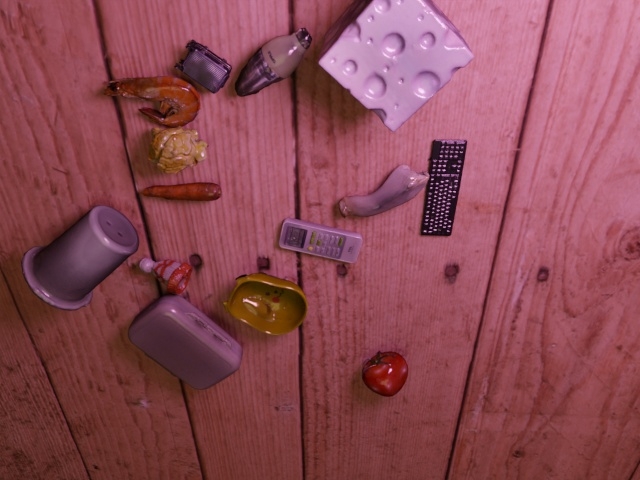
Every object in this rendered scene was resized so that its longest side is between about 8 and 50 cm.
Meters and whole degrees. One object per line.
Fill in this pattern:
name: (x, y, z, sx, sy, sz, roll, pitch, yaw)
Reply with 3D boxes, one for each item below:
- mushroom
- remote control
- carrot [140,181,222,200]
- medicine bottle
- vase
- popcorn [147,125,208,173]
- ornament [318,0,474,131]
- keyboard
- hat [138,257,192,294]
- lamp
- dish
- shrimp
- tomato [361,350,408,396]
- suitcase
mushroom: (0.179, -0.130, 1.497, 0.278, 0.099, 0.096, -27, 112, 24)
remote control: (0.000, 0.000, 1.630, 0.250, 0.034, 0.103, 14, 123, -4)
carrot: (-0.410, -0.144, 1.556, 0.248, 0.059, 0.059, 0, 123, 8)
medicine bottle: (-0.469, 0.360, 1.850, 0.282, 0.123, 0.375, -35, 115, 23)
vase: (-0.719, 0.036, 1.612, 0.291, 0.245, 0.245, -38, 113, 16)
popcorn: (-0.399, -0.244, 1.441, 0.162, 0.135, 0.141, 30, 114, -16)
ornament: (0.165, -0.444, 1.203, 0.240, 0.239, 0.239, 38, 120, -19)
keyboard: (0.350, -0.146, 1.516, 0.101, 0.018, 0.309, 3, 123, 2)
hat: (-0.511, 0.101, 1.719, 0.162, 0.093, 0.112, 27, 113, 8)
lamp: (-0.122, -0.438, 1.312, 0.250, 0.101, 0.101, -31, 116, 24)
dish: (-0.171, 0.185, 1.721, 0.262, 0.108, 0.221, 23, 122, -12)
shrimp: (-0.444, -0.377, 1.401, 0.249, 0.068, 0.150, 12, 129, -9)
tomato: (0.228, 0.475, 1.853, 0.167, 0.167, 0.167, 2, 123, 3)
suitcase: (-0.296, -0.442, 1.346, 0.126, 0.059, 0.086, 33, 121, -16)
